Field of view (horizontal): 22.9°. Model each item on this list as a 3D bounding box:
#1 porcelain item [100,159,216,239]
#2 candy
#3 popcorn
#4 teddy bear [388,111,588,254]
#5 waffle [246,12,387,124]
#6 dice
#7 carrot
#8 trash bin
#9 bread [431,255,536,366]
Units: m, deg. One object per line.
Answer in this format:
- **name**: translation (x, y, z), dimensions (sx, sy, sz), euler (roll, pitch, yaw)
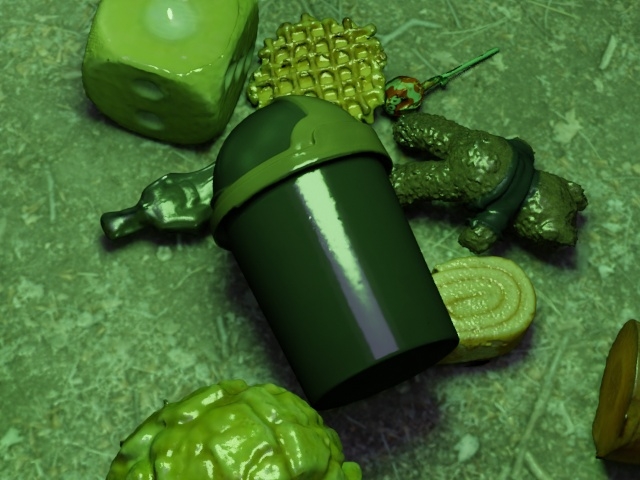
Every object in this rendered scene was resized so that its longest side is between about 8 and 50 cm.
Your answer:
- **porcelain item**: translation (-0.149, -0.045, 1.832), dimensions (0.215, 0.069, 0.081), euler (-22, 81, -15)
- **candy**: translation (0.151, -0.200, 1.945), dimensions (0.184, 0.055, 0.049), euler (-28, 73, -26)
- **popcorn**: translation (-0.096, 0.277, 1.590), dimensions (0.282, 0.282, 0.247), euler (-17, 72, -12)
- **teddy bear**: translation (0.189, -0.068, 1.833), dimensions (0.251, 0.129, 0.182), euler (21, 65, 6)
- **waffle**: translation (-0.002, -0.198, 1.917), dimensions (0.191, 0.038, 0.191), euler (-3, 59, 5)
- **dice**: translation (-0.174, -0.224, 1.859), dimensions (0.169, 0.169, 0.166), euler (19, 66, 4)
- **carrot**: translation (0.418, 0.193, 1.723), dimensions (0.225, 0.159, 0.159), euler (18, 65, -5)
- **trash bin**: translation (0.000, 0.000, 1.707), dimensions (0.214, 0.214, 0.334), euler (-20, 75, -13)
- **bread**: translation (0.168, 0.078, 1.800), dimensions (0.149, 0.073, 0.122), euler (-6, 60, -9)
